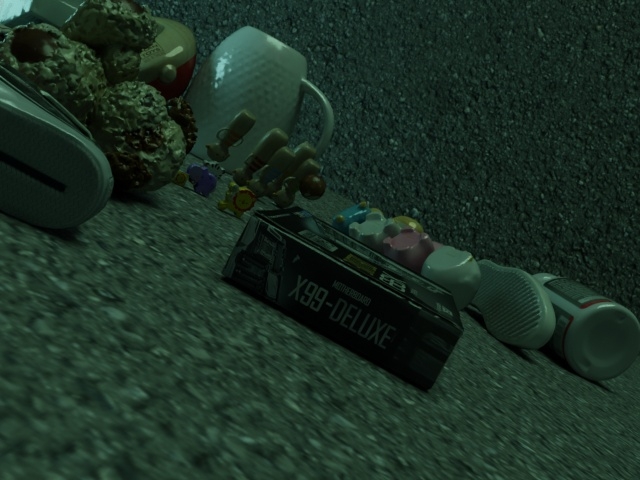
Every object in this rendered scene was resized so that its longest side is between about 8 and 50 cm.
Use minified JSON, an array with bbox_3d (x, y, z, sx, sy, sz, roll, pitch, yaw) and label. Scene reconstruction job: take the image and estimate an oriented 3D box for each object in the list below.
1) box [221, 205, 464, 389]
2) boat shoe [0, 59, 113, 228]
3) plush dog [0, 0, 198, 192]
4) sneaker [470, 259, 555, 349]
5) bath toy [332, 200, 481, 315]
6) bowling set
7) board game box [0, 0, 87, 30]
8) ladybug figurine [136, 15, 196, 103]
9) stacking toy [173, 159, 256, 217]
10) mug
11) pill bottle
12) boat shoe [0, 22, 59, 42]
[{"bbox_3d":[0.037,0.051,0.949,0.242,0.076,0.307,29,6,5],"label":"box"},{"bbox_3d":[-0.325,-0.120,0.663,0.335,0.121,0.119,37,3,-18],"label":"boat shoe"},{"bbox_3d":[-0.268,-0.149,0.999,0.225,0.210,0.262,41,33,-6],"label":"plush dog"},{"bbox_3d":[0.397,0.134,1.581,0.150,0.135,0.366,29,10,-13],"label":"sneaker"},{"bbox_3d":[0.166,0.034,1.481,0.151,0.129,0.348,-25,31,-22],"label":"bath toy"},{"bbox_3d":[-0.097,-0.130,1.702,0.287,0.154,0.200,23,27,-50],"label":"bowling set"},{"bbox_3d":[-0.525,-0.405,1.598,0.303,0.097,0.224,-4,-19,45],"label":"board game box"},{"bbox_3d":[-0.455,-0.429,1.998,0.449,0.305,0.161,37,-30,52],"label":"ladybug figurine"},{"bbox_3d":[-0.225,-0.117,1.296,0.221,0.052,0.167,24,7,-30],"label":"stacking toy"},{"bbox_3d":[-0.142,-0.316,1.978,0.374,0.328,0.276,30,7,14],"label":"mug"},{"bbox_3d":[0.525,0.169,1.700,0.161,0.161,0.283,26,7,-15],"label":"pill bottle"},{"bbox_3d":[-0.452,-0.272,1.348,0.158,0.127,0.340,35,13,-3],"label":"boat shoe"}]
